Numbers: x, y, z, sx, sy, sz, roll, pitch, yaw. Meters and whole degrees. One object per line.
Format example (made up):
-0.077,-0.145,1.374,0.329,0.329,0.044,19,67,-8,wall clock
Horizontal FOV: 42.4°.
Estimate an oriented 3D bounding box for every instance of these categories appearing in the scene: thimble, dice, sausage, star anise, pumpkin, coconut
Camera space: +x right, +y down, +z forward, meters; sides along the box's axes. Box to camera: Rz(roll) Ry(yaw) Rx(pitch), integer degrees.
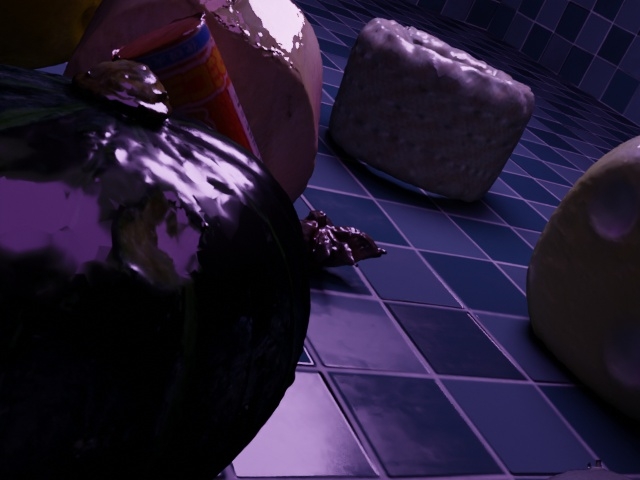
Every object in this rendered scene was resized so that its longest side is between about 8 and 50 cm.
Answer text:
0.159,-0.203,1.263,0.291,0.195,0.291,22,19,-8,thimble
0.398,0.047,0.882,0.251,0.250,0.254,7,29,-34,dice
-0.072,-0.031,0.635,0.074,0.274,0.074,-16,28,9,sausage
-0.010,-0.001,0.839,0.124,0.056,0.129,26,17,34,star anise
-0.146,0.014,0.458,0.315,0.239,0.315,18,19,-7,pumpkin
-0.112,-0.132,0.769,0.259,0.259,0.259,20,23,-9,coconut

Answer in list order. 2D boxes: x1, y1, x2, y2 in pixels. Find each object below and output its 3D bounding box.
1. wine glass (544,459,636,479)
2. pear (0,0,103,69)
0.108,0.220,0.383,0.143,0.143,0.321,32,25,17,wine glass
-0.399,-0.342,0.862,0.413,0.352,0.352,36,24,1,pear
